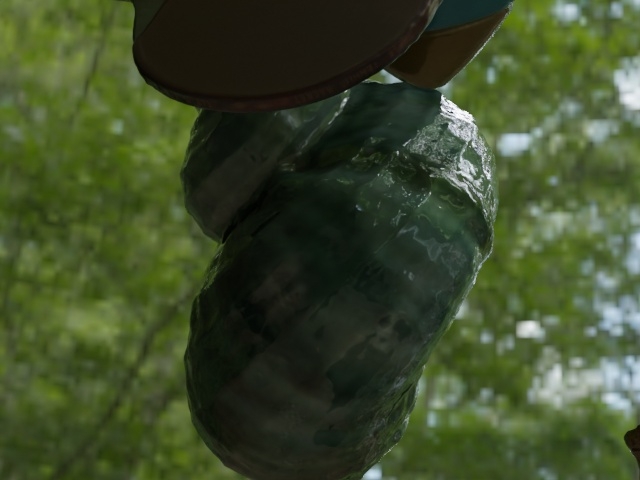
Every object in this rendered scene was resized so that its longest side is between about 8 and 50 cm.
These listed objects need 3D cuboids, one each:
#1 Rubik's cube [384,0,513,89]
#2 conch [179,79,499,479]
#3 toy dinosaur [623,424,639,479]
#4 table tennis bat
[{"bbox_3d":[0.027,-0.191,1.096,0.254,0.254,0.254,2,-35,2],"label":"Rubik's cube"},{"bbox_3d":[0.000,0.000,1.085,0.220,0.195,0.277,-17,-82,48],"label":"conch"},{"bbox_3d":[0.133,0.137,0.673,0.039,0.126,0.162,-9,-32,0],"label":"toy dinosaur"},{"bbox_3d":[-0.031,-0.080,0.620,0.158,0.095,0.014,12,-32,34],"label":"table tennis bat"}]
